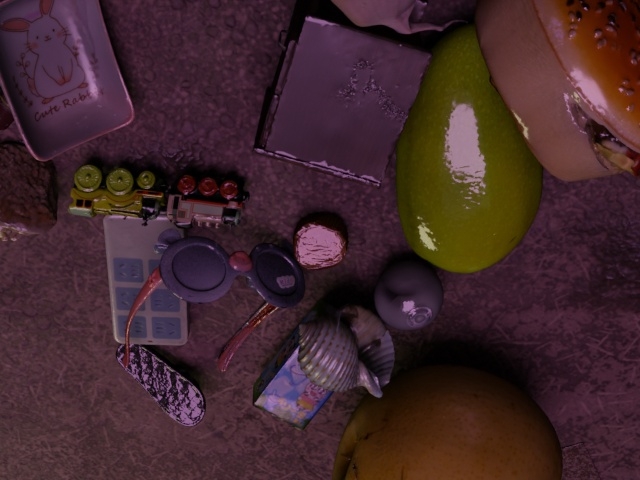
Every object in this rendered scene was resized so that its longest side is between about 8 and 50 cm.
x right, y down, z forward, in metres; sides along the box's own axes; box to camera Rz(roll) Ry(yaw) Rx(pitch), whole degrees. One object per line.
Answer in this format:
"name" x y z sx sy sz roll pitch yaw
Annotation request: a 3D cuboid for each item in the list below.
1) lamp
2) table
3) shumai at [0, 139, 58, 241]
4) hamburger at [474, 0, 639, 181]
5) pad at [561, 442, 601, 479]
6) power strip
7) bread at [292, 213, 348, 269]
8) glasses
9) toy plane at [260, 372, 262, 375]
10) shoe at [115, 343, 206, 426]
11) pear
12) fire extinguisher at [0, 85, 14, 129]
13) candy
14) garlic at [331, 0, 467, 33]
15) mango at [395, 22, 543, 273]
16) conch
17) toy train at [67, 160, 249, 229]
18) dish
"lamp" 0.129 0.081 1.515 0.105 0.105 0.105 2 125 2
"table" 0.025 -0.207 1.282 0.172 0.169 0.193 16 125 -8
"shumai" -0.440 -0.057 1.461 0.145 0.146 0.116 24 145 -13
"hamburger" 0.313 -0.214 1.198 0.176 0.300 0.300 -24 121 34
"pad" 0.422 0.453 1.818 0.158 0.003 0.235 -20 121 16
"power strip" -0.258 0.051 1.553 0.117 0.046 0.271 4 124 1
"bread" 0.000 0.000 1.499 0.085 0.053 0.085 1 113 3
"glasses" -0.176 0.093 1.532 0.234 0.118 0.268 5 149 -34
"toy plane" -0.053 0.260 1.696 0.049 0.031 0.121 -20 119 22
"shoe" -0.250 0.221 1.674 0.179 0.049 0.071 43 106 -3
"pear" 0.188 0.353 1.566 0.348 0.348 0.348 2 125 2
"fire extinguisher" -0.402 -0.205 1.388 0.056 0.039 0.132 23 126 -40
"candy" -0.015 0.195 1.608 0.097 0.062 0.194 32 109 -16
"garlic" 0.029 -0.389 1.130 0.231 0.245 0.340 19 124 35
"mango" 0.194 -0.115 1.345 0.192 0.156 0.343 -2 123 2
"conch" 0.031 0.157 1.506 0.102 0.135 0.153 10 154 45
"toy train" -0.225 -0.060 1.452 0.249 0.053 0.085 5 82 0
"dish" -0.342 -0.226 1.323 0.151 0.077 0.213 -27 126 -21
